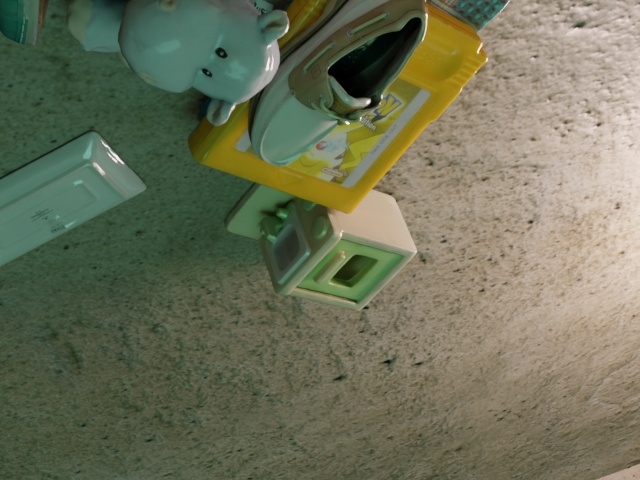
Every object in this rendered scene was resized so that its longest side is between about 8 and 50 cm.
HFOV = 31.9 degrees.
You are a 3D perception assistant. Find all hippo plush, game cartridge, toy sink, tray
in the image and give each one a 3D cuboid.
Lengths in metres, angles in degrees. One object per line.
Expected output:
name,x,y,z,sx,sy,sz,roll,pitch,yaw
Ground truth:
hippo plush,-0.148,-0.228,1.247,0.294,0.237,0.234,13,131,-35
game cartridge,0.028,-0.188,1.465,0.285,0.053,0.324,17,128,-38
toy sink,0.000,0.000,1.679,0.234,0.131,0.153,17,129,-37
tray,-0.386,-0.042,1.541,0.270,0.030,0.145,-27,143,9

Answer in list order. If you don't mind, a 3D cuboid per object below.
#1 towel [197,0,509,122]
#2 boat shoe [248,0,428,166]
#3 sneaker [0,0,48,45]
towel,0.042,-0.242,1.477,0.271,0.040,0.370,19,128,-40
boat shoe,0.015,-0.193,1.339,0.113,0.103,0.302,14,127,-36
sneaker,-0.335,-0.343,1.124,0.121,0.108,0.302,2,122,-4
